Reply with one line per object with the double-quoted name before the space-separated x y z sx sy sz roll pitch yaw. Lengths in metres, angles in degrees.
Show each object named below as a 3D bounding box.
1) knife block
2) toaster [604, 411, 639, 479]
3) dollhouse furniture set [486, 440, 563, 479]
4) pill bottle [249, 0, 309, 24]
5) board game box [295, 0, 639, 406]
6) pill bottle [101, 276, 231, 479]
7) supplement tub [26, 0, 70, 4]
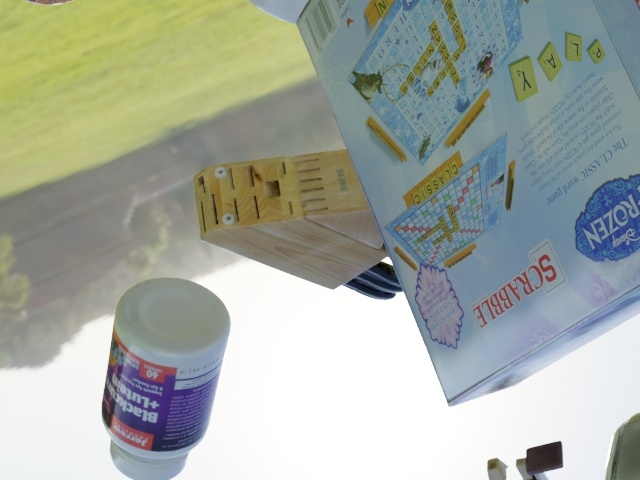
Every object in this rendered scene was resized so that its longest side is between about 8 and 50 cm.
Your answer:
"knife block" 0.000 0.000 1.496 0.276 0.088 0.242 -8 147 -5
"toaster" 0.317 0.194 0.965 0.146 0.227 0.129 -27 -145 45
"dollhouse furniture set" 0.232 0.292 1.371 0.091 0.081 0.114 -18 -145 21
"pill bottle" 0.021 -0.346 1.007 0.188 0.188 0.334 -28 141 -39
"board game box" 0.112 -0.087 0.806 0.066 0.318 0.318 -14 165 -24
"pill bottle" -0.152 0.139 1.214 0.108 0.108 0.193 -28 145 -41
"supplement tub" -0.322 -0.348 1.175 0.194 0.316 0.193 -32 142 -29
